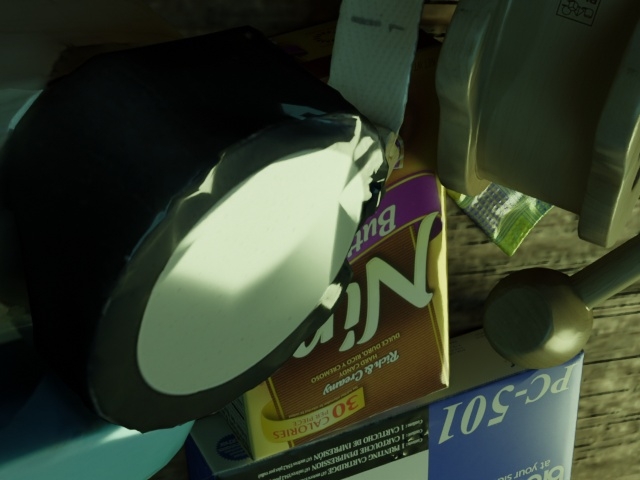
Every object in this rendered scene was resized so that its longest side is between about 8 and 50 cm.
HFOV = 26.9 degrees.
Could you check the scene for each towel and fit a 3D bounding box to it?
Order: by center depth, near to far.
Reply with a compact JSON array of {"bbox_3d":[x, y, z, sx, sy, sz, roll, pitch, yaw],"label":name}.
[{"bbox_3d":[0.093,-0.034,0.660,0.060,0.009,0.083,-44,129,0],"label":"towel"}]

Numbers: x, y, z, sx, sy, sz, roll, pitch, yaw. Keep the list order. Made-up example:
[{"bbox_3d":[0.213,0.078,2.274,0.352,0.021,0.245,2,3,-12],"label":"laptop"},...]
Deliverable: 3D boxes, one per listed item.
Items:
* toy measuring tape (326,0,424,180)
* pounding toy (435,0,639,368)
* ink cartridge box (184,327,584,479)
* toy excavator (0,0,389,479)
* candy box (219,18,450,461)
[{"bbox_3d":[0.026,-0.177,0.447,0.121,0.121,0.330,5,105,-31],"label":"toy measuring tape"},{"bbox_3d":[0.140,-0.070,0.534,0.269,0.155,0.154,-67,164,-2],"label":"pounding toy"},{"bbox_3d":[0.036,0.112,0.694,0.207,0.046,0.097,-16,126,-20],"label":"ink cartridge box"},{"bbox_3d":[-0.238,0.114,0.376,0.433,0.222,0.445,-18,139,-48],"label":"toy excavator"},{"bbox_3d":[0.000,0.000,0.602,0.109,0.053,0.186,-19,127,-19],"label":"candy box"}]
